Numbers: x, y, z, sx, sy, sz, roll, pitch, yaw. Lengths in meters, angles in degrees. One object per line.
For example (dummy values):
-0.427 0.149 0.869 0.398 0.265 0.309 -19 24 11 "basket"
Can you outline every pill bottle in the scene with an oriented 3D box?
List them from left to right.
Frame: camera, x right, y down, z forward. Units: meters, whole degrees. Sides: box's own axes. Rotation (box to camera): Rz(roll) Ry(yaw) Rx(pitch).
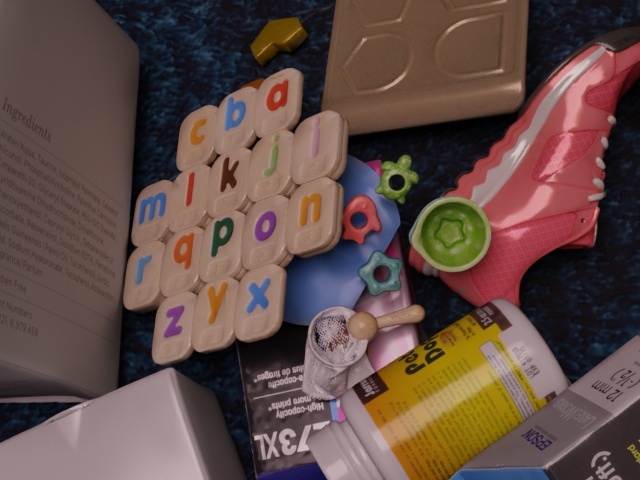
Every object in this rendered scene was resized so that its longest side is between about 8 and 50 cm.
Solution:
0.099 0.150 1.074 0.215 0.117 0.117 -32 69 -3 "pill bottle"

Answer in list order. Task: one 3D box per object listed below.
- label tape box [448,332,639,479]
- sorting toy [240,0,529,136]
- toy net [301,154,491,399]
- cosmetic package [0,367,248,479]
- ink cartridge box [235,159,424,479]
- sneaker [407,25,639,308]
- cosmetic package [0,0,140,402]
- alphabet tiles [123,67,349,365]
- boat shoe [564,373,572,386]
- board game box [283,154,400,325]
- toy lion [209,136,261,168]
0.275 0.229 1.000 0.348 0.115 0.249 -36 100 -6 "label tape box"
0.067 -0.212 1.288 0.307 0.041 0.229 -6 63 24 "sorting toy"
0.046 0.043 1.124 0.122 0.045 0.232 36 93 -6 "toy net"
-0.145 0.335 1.123 0.217 0.156 0.385 -23 68 6 "cosmetic package"
0.012 0.116 1.201 0.176 0.069 0.370 -13 73 9 "ink cartridge box"
0.228 -0.061 1.189 0.136 0.116 0.314 42 93 11 "sneaker"
-0.389 -0.058 1.187 0.330 0.327 0.393 -2 75 14 "cosmetic package"
-0.086 -0.022 1.199 0.284 0.021 0.277 -19 57 39 "alphabet tiles"
0.213 0.206 1.114 0.080 0.073 0.223 -13 72 8 "boat shoe"
0.000 0.000 1.188 0.133 0.033 0.168 29 90 20 "board game box"
-0.072 -0.077 1.286 0.100 0.034 0.096 28 103 2 "toy lion"
